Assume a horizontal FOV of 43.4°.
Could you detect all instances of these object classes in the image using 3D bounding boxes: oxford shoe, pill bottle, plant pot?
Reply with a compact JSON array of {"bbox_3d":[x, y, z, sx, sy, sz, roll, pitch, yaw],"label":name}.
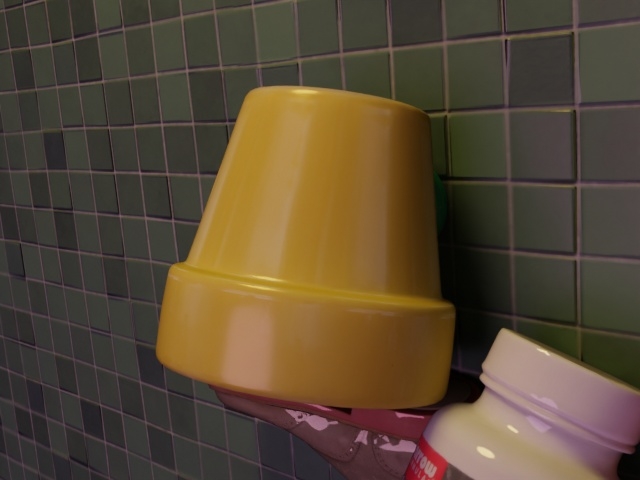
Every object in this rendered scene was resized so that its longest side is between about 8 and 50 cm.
[{"bbox_3d":[0.009,0.196,0.846,0.348,0.123,0.130,5,110,44],"label":"oxford shoe"},{"bbox_3d":[0.140,0.241,0.642,0.176,0.176,0.319,25,91,37],"label":"pill bottle"},{"bbox_3d":[0.000,0.000,0.700,0.254,0.254,0.239,9,91,42],"label":"plant pot"}]

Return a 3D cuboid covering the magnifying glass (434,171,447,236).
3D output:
[{"bbox_3d":[0.045,0.003,0.829,0.231,0.026,0.092,-45,70,38],"label":"magnifying glass"}]
